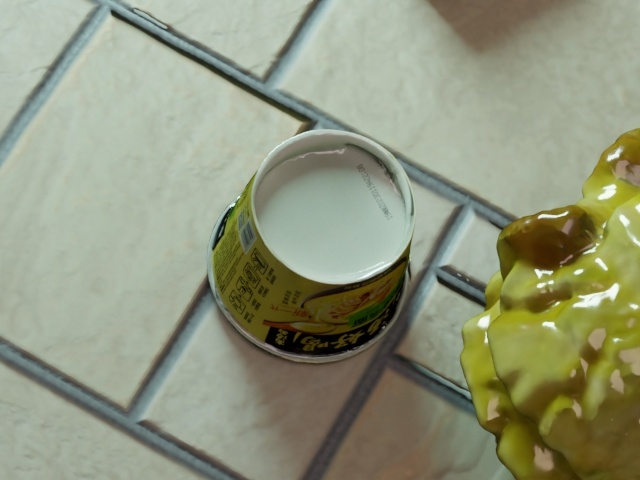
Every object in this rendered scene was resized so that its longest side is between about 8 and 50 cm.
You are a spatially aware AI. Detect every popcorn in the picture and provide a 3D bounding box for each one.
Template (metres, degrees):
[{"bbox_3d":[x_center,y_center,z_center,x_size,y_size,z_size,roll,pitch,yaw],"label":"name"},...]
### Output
[{"bbox_3d":[0.233,0.089,1.039,0.265,0.225,0.332,-14,83,-17],"label":"popcorn"}]

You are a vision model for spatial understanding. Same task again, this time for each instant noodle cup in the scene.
[{"bbox_3d":[0.000,0.000,1.090,0.151,0.122,0.151,3,70,-8],"label":"instant noodle cup"}]
